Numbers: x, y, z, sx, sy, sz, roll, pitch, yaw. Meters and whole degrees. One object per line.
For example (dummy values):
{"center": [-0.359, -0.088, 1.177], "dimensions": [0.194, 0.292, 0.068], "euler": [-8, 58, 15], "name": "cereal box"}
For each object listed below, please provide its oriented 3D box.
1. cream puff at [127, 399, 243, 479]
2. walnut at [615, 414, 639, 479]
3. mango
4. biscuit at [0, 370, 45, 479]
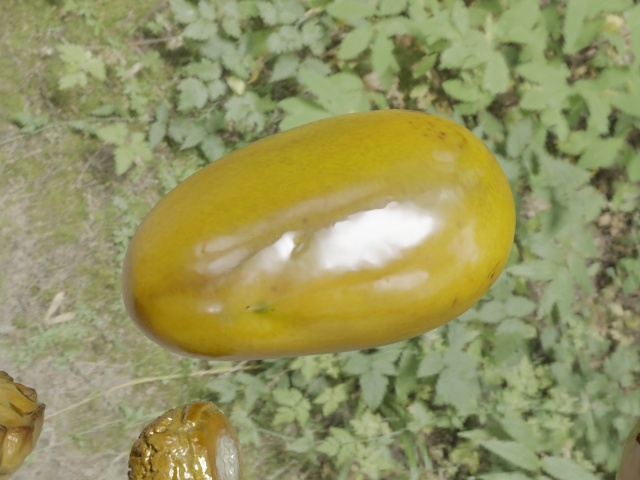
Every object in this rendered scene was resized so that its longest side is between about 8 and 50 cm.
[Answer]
{"center": [-0.136, 0.227, 0.960], "dimensions": [0.144, 0.103, 0.126], "euler": [-64, 139, -77], "name": "cream puff"}
{"center": [0.318, 0.161, 0.541], "dimensions": [0.208, 0.336, 0.209], "euler": [2, 85, -25], "name": "walnut"}
{"center": [0.000, 0.000, 1.029], "dimensions": [0.445, 0.300, 0.232], "euler": [-20, 123, -26], "name": "mango"}
{"center": [-0.408, 0.165, 0.837], "dimensions": [0.325, 0.325, 0.107], "euler": [2, 99, -41], "name": "biscuit"}
